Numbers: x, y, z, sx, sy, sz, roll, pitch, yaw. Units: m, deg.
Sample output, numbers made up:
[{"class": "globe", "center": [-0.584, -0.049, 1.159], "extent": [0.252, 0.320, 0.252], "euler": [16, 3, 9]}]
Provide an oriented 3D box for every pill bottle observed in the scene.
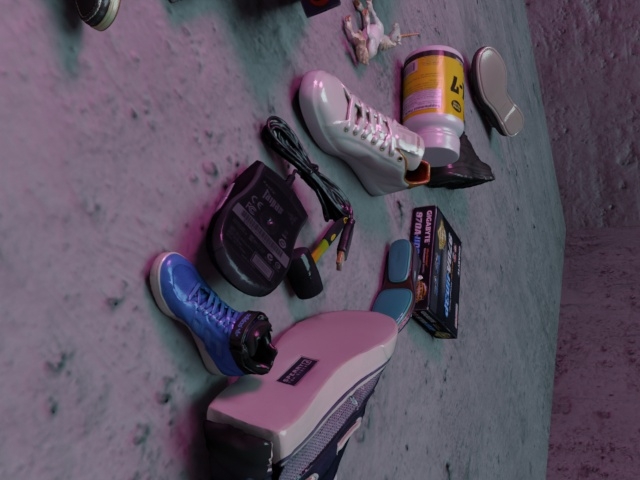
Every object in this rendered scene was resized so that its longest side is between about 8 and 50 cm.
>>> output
[{"class": "pill bottle", "center": [0.218, -0.257, 1.075], "extent": [0.119, 0.119, 0.208], "euler": [25, 64, -56]}]

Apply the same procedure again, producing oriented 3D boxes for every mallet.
[{"class": "mallet", "center": [0.000, 0.000, 0.751], "extent": [0.062, 0.039, 0.190], "euler": [65, 31, -26]}]

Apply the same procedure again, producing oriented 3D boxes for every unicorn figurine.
[{"class": "unicorn figurine", "center": [0.091, -0.355, 0.945], "extent": [0.162, 0.060, 0.111], "euler": [-54, 133, -27]}]

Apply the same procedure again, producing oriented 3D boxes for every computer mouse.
[{"class": "computer mouse", "center": [-0.042, -0.008, 0.637], "extent": [0.184, 0.060, 0.262], "euler": [46, 36, -26]}]

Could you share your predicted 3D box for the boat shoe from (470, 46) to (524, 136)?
[{"class": "boat shoe", "center": [0.493, -0.427, 1.617], "extent": [0.112, 0.095, 0.335], "euler": [-49, 132, -5]}]

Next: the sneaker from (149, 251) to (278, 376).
[{"class": "sneaker", "center": [-0.093, 0.071, 0.526], "extent": [0.058, 0.084, 0.152], "euler": [-56, 131, -47]}]

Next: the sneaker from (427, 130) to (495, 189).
[{"class": "sneaker", "center": [0.316, -0.184, 1.249], "extent": [0.286, 0.109, 0.130], "euler": [-3, 81, -61]}]

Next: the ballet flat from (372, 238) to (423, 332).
[{"class": "ballet flat", "center": [0.133, 0.091, 0.925], "extent": [0.074, 0.074, 0.203], "euler": [56, 38, -39]}]

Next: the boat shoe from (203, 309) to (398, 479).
[{"class": "boat shoe", "center": [-0.009, 0.201, 0.640], "extent": [0.340, 0.127, 0.158], "euler": [-23, 119, -57]}]

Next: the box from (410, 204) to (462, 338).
[{"class": "box", "center": [0.229, 0.066, 1.106], "extent": [0.175, 0.051, 0.220], "euler": [43, 50, -49]}]

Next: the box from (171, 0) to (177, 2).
[{"class": "box", "center": [-0.139, -0.356, 0.564], "extent": [0.145, 0.038, 0.186], "euler": [-54, 131, -48]}]

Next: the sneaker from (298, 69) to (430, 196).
[{"class": "sneaker", "center": [0.082, -0.163, 0.826], "extent": [0.290, 0.123, 0.106], "euler": [34, 59, -51]}]

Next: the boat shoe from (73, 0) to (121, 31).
[{"class": "boat shoe", "center": [-0.196, -0.243, 0.439], "extent": [0.049, 0.056, 0.152], "euler": [-4, 79, -55]}]

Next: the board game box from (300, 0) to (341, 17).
[{"class": "board game box", "center": [-0.062, -0.440, 0.619], "extent": [0.208, 0.056, 0.347], "euler": [-87, 157, -60]}]
